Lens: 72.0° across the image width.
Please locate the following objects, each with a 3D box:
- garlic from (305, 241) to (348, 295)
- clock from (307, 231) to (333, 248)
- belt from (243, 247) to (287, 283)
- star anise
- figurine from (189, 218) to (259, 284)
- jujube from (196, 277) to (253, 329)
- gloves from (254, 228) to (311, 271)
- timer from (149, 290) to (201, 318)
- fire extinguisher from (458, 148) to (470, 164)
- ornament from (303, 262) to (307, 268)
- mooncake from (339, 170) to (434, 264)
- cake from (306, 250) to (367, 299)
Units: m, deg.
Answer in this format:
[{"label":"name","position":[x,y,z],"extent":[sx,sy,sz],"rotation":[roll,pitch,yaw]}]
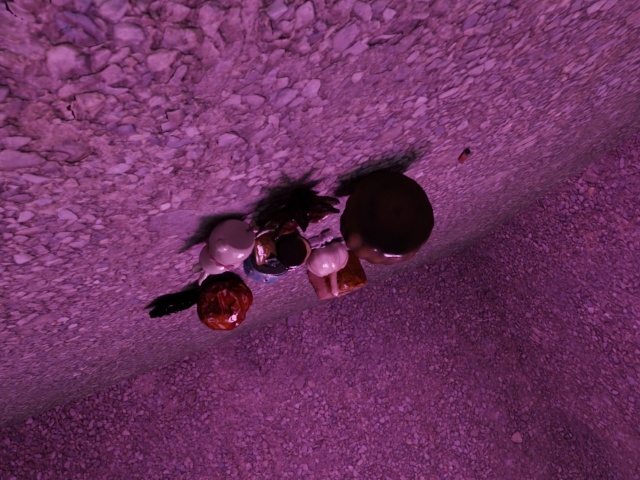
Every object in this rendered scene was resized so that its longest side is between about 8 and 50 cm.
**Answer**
[{"label":"garlic","position":[0.047,0.129,1.933],"extent":[0.199,0.226,0.199],"rotation":[-17,166,-4]},{"label":"clock","position":[0.000,0.000,1.767],"extent":[0.129,0.041,0.087],"rotation":[-26,162,29]},{"label":"belt","position":[-0.191,0.081,1.573],"extent":[0.163,0.148,0.082],"rotation":[-39,177,-46]},{"label":"star anise","position":[-0.067,-0.088,1.239],"extent":[0.272,0.103,0.272],"rotation":[-20,-164,6]},{"label":"figurine","position":[-0.289,0.035,1.304],"extent":[0.235,0.127,0.155],"rotation":[-39,-170,43]},{"label":"jujube","position":[-0.377,0.257,1.808],"extent":[0.216,0.216,0.342],"rotation":[-24,179,2]},{"label":"gloves","position":[-0.130,0.010,1.388],"extent":[0.154,0.141,0.331],"rotation":[-17,-170,-18]},{"label":"timer","position":[-0.574,0.251,1.759],"extent":[0.144,0.055,0.187],"rotation":[-32,167,35]},{"label":"fire extinguisher","position":[0.503,-0.291,1.544],"extent":[0.022,0.028,0.083],"rotation":[-54,172,-16]},{"label":"ornament","position":[-0.012,0.130,2.109],"extent":[0.125,0.028,0.073],"rotation":[21,146,-19]},{"label":"mooncake","position":[0.203,-0.061,1.393],"extent":[0.290,0.290,0.161],"rotation":[-19,167,-17]},{"label":"cake","position":[0.065,0.196,2.253],"extent":[0.196,0.199,0.293],"rotation":[-10,162,-48]}]
